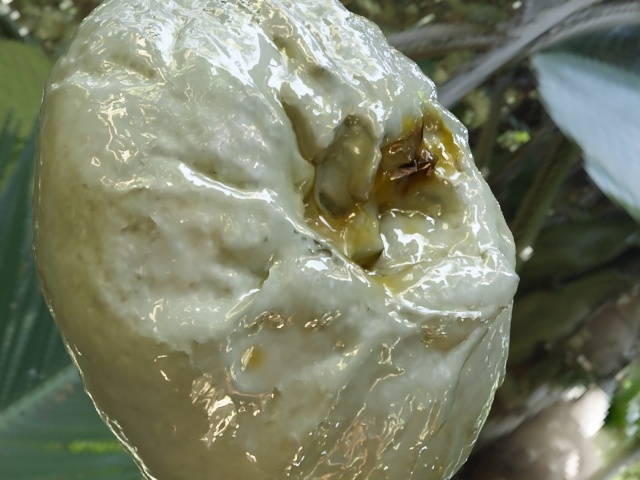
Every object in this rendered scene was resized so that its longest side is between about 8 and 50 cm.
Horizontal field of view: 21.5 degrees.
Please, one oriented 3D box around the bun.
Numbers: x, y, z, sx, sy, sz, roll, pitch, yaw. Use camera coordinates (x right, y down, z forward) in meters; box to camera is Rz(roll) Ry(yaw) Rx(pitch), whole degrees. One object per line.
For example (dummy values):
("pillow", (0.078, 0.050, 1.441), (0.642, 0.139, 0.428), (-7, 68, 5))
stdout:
("bun", (0.000, 0.000, 0.602), (0.127, 0.222, 0.222), (-16, -73, 27))
